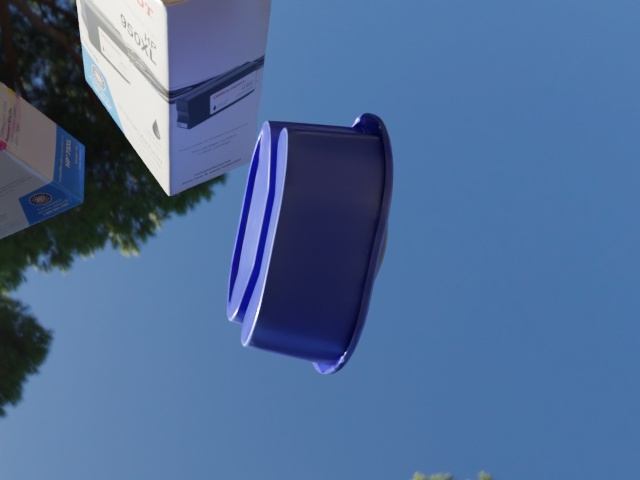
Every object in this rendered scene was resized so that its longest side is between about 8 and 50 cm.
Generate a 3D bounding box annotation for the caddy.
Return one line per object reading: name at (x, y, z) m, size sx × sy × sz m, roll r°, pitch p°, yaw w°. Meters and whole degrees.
caddy at (0.000, 0.000, 1.153) m, size 0.179 × 0.241 × 0.341 m, roll 9°, pitch -80°, yaw -17°

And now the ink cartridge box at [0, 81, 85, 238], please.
ink cartridge box at (-0.350, -0.096, 0.853) m, size 0.134 × 0.231 × 0.078 m, roll -20°, pitch -125°, yaw 20°

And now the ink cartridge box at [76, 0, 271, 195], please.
ink cartridge box at (-0.221, -0.304, 1.295) m, size 0.166 × 0.395 × 0.285 m, roll -27°, pitch -115°, yaw -24°
